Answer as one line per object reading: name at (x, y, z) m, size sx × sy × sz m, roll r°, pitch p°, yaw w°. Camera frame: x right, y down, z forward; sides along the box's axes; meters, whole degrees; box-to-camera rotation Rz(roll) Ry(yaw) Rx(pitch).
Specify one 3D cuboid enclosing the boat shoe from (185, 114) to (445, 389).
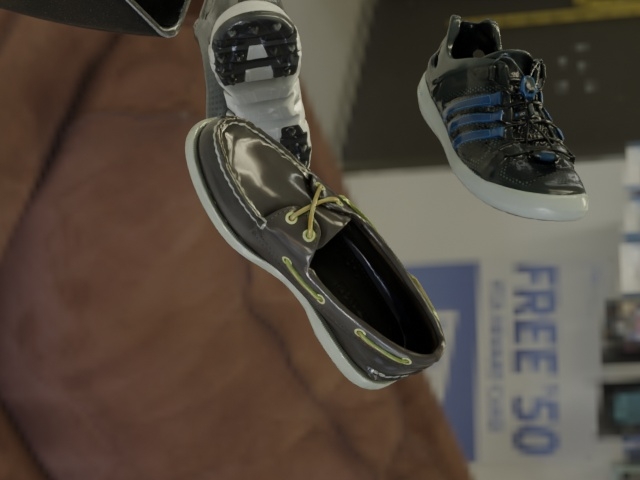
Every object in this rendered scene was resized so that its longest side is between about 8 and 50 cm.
boat shoe at (0.000, 0.000, 1.331) m, size 0.228 × 0.069 × 0.081 m, roll 50°, pitch 54°, yaw -11°

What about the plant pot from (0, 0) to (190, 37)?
plant pot at (-0.166, -0.229, 1.045) m, size 0.187 × 0.167 × 0.188 m, roll 42°, pitch 58°, yaw -45°

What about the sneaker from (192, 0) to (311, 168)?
sneaker at (-0.052, -0.117, 1.458) m, size 0.234 × 0.078 × 0.106 m, roll 91°, pitch -11°, yaw -52°

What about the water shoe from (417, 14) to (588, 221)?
water shoe at (0.119, -0.085, 1.297) m, size 0.203 × 0.073 × 0.080 m, roll -126°, pitch -136°, yaw -52°
